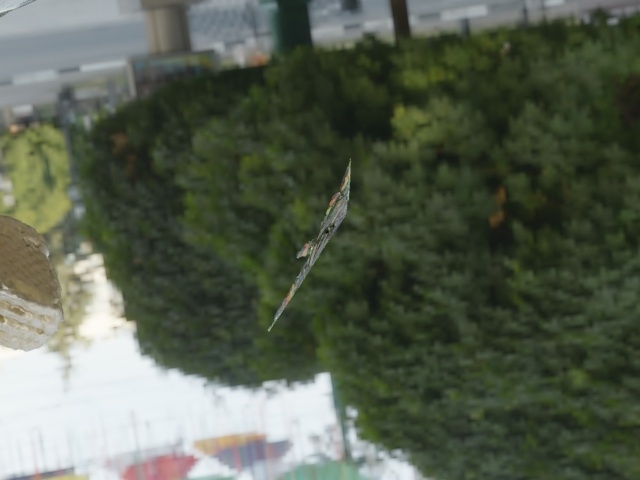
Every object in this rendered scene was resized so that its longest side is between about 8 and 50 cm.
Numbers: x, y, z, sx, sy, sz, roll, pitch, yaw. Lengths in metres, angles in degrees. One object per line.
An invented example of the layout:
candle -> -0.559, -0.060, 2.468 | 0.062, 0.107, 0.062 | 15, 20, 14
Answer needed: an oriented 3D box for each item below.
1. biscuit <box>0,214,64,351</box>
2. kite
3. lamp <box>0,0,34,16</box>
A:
biscuit -> -0.430, -0.019, 1.314 | 0.426, 0.078, 0.144 | 26, -155, -34
kite -> 0.000, 0.000, 0.838 | 0.004, 0.122, 0.090 | 30, -158, 9
lamp -> -0.156, -0.195, 0.576 | 0.265, 0.233, 0.233 | 11, -162, 43
